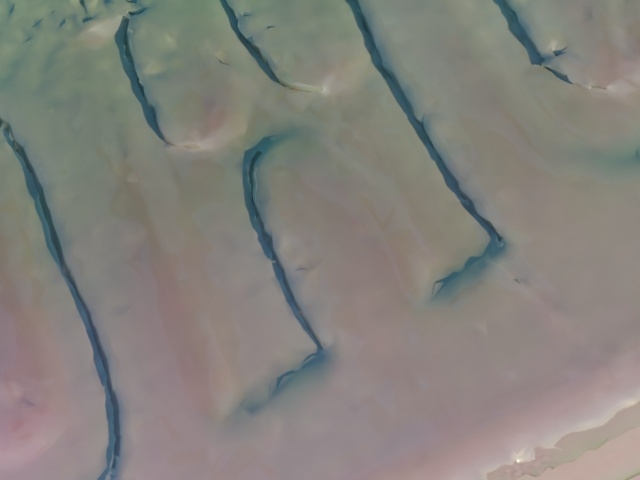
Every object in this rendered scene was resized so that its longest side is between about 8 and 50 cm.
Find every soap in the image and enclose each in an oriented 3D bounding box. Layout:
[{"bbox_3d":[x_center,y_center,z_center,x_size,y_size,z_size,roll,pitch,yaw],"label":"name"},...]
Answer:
[{"bbox_3d":[0.000,0.000,0.453,0.446,0.156,0.261,-24,61,-3],"label":"soap"}]
